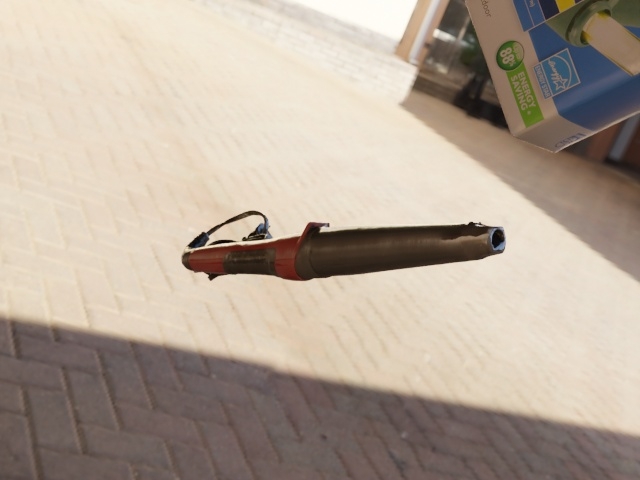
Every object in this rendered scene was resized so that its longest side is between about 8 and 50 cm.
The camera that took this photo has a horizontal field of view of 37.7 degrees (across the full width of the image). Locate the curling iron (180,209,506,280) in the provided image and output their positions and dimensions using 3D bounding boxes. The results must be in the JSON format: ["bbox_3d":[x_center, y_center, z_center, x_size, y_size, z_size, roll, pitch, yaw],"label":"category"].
[{"bbox_3d":[0.000,0.000,0.564,0.068,0.035,0.274,-37,19,-32],"label":"curling iron"}]

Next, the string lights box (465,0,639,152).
[{"bbox_3d":[0.224,-0.170,0.569,0.076,0.259,0.133,6,63,-53],"label":"string lights box"}]
